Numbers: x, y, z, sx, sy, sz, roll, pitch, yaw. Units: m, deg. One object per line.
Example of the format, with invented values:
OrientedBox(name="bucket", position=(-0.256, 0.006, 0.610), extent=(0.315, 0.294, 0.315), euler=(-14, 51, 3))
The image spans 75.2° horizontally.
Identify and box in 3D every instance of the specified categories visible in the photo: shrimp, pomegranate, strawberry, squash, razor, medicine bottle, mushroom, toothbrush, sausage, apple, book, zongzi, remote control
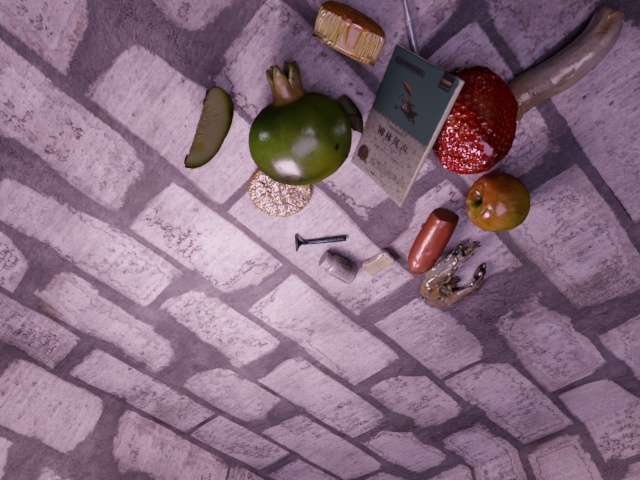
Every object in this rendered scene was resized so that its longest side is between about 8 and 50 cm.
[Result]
OrientedBox(name="shrimp", position=(0.522, 0.137, 1.586), extent=(0.246, 0.085, 0.361), euler=(10, 128, -15))
OrientedBox(name="pomegranate", position=(-0.078, -0.315, 1.190), extent=(0.309, 0.216, 0.359), euler=(-3, 123, 23))
OrientedBox(name="strawberry", position=(0.423, -0.321, 1.143), extent=(0.238, 0.289, 0.250), euler=(-24, 139, 8))
OrientedBox(name="squash", position=(-0.315, -0.319, 1.196), extent=(0.093, 0.252, 0.170), euler=(13, 124, -8))
OrientedBox(name="razor", position=(0.000, 0.001, 1.542), extent=(0.189, 0.033, 0.066), euler=(-6, 83, 3))
OrientedBox(name="medicine bottle", position=(0.066, 0.102, 1.574), extent=(0.140, 0.079, 0.079), euler=(29, 121, -17))
OrientedBox(name="mushroom", position=(0.660, -0.476, 1.145), extent=(0.351, 0.095, 0.123), euler=(-41, 96, 24))
OrientedBox(name="toothbrush", position=(0.251, -0.574, 1.134), extent=(0.030, 0.025, 0.343), euler=(-14, 122, 9))
OrientedBox(name="sausage", position=(0.390, 0.011, 1.479), extent=(0.113, 0.114, 0.259), euler=(16, 123, -8))
OrientedBox(name="apple", position=(0.573, -0.120, 1.336), extent=(0.195, 0.196, 0.196), euler=(1, 125, 2))
OrientedBox(name="book", position=(0.228, -0.324, 1.187), extent=(0.031, 0.264, 0.380), euler=(-8, 132, -35))
OrientedBox(name="zongzi", position=(0.090, -0.371, 1.226), extent=(0.052, 0.113, 0.104), euler=(-32, 118, 16))
OrientedBox(name="remote control", position=(0.219, 0.085, 1.584), extent=(0.122, 0.032, 0.074), euler=(-34, 117, 22))

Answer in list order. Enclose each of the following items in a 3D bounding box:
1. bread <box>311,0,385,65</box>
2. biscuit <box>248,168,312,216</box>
OrientedBox(name="bread", position=(0.078, -0.548, 1.094), extent=(0.190, 0.132, 0.114), euler=(17, 122, -12))
OrientedBox(name="biscuit", position=(-0.138, -0.174, 1.423), extent=(0.219, 0.033, 0.220), euler=(0, 124, 0))
